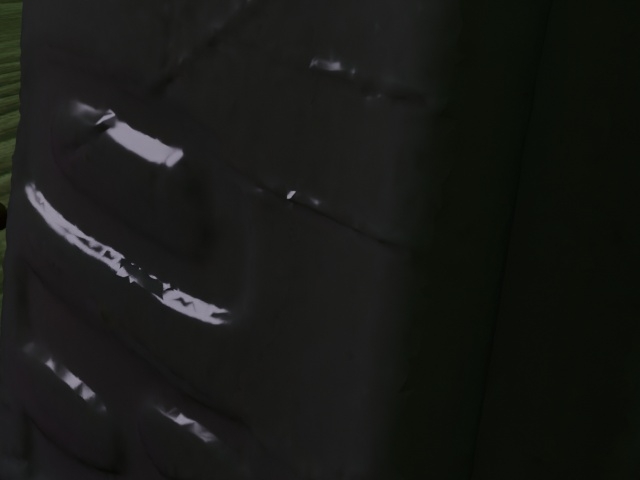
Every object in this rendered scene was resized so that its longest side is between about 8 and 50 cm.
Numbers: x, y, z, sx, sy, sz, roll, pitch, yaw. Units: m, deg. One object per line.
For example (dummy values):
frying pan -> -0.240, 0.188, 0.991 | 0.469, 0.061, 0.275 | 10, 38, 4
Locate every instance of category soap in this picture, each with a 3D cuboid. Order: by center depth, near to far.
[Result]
soap -> 0.000, 0.000, 0.757 | 0.212, 0.435, 0.350 | -12, 30, -40

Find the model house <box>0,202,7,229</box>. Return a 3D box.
model house -> -0.352, -0.001, 1.000 | 0.199, 0.220, 0.229 | -9, 3, 19
